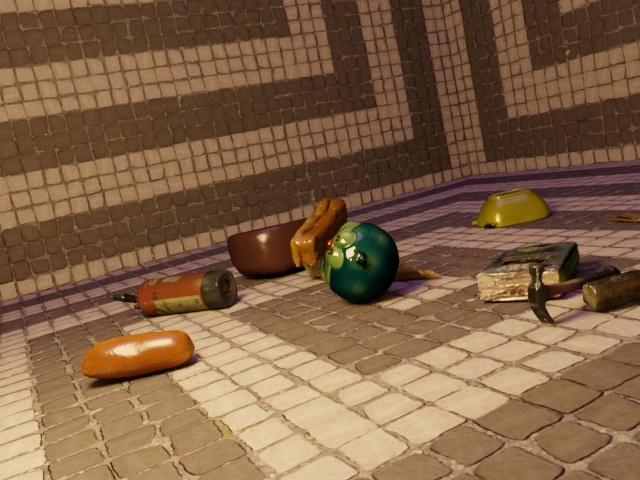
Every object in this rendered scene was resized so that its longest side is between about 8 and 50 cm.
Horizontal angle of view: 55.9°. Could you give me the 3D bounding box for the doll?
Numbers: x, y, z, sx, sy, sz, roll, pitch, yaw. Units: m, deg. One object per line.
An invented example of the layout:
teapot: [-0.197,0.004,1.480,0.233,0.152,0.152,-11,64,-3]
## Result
doll: [0.101,0.054,1.532,0.186,0.198,0.322,27,1,5]

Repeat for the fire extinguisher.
fire extinguisher: [-0.427,0.178,1.842,0.376,0.113,0.200,-8,-33,21]

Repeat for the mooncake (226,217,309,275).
mooncake: [-0.160,0.029,2.128,0.334,0.174,0.326,-13,5,14]

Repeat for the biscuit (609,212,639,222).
biscuit: [0.908,-0.067,1.755,0.071,0.018,0.147,-12,7,-15]

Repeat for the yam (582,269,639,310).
yam: [0.605,0.076,1.098,0.253,0.061,0.061,-12,8,-6]

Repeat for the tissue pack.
tissue pack: [0.458,0.066,1.319,0.174,0.073,0.235,-8,9,34]

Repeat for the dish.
dish: [0.679,-0.124,2.165,0.263,0.108,0.221,-12,7,-4]

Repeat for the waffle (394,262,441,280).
waffle: [0.262,0.083,1.656,0.191,0.032,0.125,-4,9,33]

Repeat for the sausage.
sausage: [-0.391,0.244,1.292,0.239,0.098,0.098,-11,8,-2]

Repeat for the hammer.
hammer: [0.484,0.082,1.138,0.288,0.111,0.033,-8,7,-36]

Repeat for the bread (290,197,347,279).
bread: [0.000,0.000,1.934,0.109,0.185,0.380,4,24,16]
